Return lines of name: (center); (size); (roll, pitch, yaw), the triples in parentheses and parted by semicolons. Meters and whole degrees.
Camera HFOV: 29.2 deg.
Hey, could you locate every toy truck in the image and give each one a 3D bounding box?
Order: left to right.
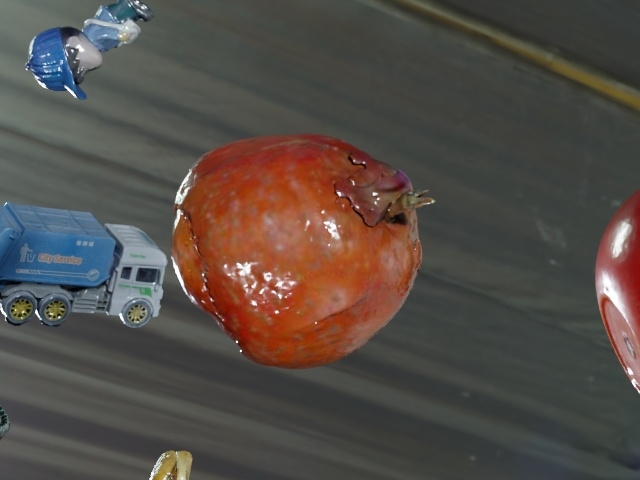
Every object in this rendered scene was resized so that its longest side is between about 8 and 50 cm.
toy truck: (-0.446, 0.046, 2.126); (0.146, 0.367, 0.175); (41, 118, 49)

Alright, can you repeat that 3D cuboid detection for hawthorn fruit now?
hawthorn fruit: (0.000, 0.000, 1.341); (0.307, 0.276, 0.276); (-18, 48, 32)

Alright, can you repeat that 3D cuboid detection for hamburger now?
hamburger: (-0.169, 0.272, 1.361); (0.083, 0.044, 0.076); (-113, 34, -79)

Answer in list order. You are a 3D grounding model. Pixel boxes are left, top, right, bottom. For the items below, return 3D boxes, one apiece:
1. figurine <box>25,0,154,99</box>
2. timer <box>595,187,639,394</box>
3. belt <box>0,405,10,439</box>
figurine: (-0.260, -0.225, 1.388); (0.149, 0.087, 0.086); (-42, 17, -3)
timer: (0.525, 0.088, 1.609); (0.378, 0.279, 0.378); (-20, -90, -90)
belt: (-0.597, 0.260, 1.822); (0.160, 0.207, 0.295); (-53, -26, 3)
